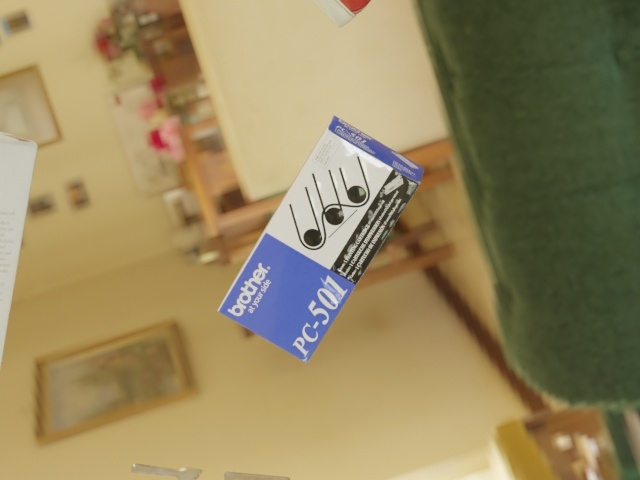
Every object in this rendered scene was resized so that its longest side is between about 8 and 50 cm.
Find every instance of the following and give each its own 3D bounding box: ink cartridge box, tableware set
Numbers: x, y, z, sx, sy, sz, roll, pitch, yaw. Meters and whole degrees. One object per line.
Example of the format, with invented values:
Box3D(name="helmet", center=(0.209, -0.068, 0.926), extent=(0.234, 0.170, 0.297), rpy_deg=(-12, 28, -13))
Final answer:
Box3D(name="ink cartridge box", center=(0.000, 0.000, 1.586), extent=(0.097, 0.207, 0.046), rpy_deg=(31, -157, -4))
Box3D(name="tableware set", center=(-0.137, 0.301, 1.890), extent=(0.128, 0.194, 0.039), rpy_deg=(-60, 34, 35))

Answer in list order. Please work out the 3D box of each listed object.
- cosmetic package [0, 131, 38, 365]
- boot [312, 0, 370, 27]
Box3D(name="cosmetic package", center=(-0.351, 0.006, 1.677), extent=(0.117, 0.085, 0.231), rpy_deg=(14, 99, 39))
Box3D(name="boot", center=(0.026, -0.367, 2.064), extent=(0.244, 0.176, 0.088), rpy_deg=(31, -157, -56))
